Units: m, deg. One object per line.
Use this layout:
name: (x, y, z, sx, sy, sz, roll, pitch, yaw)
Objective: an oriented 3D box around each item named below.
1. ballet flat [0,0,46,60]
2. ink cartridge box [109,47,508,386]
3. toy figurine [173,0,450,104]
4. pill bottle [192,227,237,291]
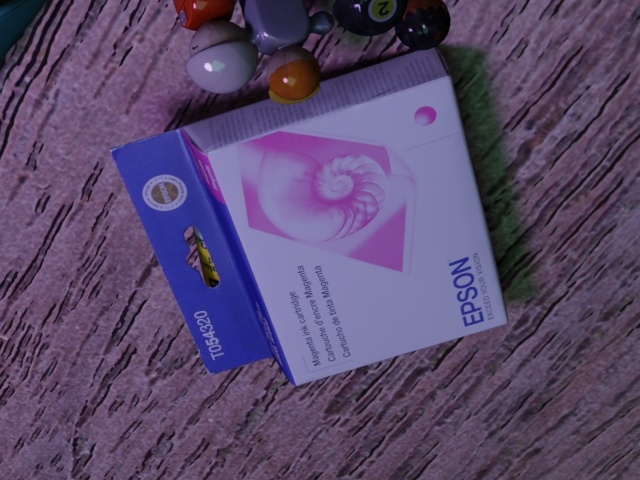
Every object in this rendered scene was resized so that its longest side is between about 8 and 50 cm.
ballet flat: (-0.273, -0.263, 1.196, 0.483, 0.164, 0.182, -34, 98, 25)
ink cartridge box: (0.000, 0.000, 1.374, 0.330, 0.071, 0.324, -18, 129, 2)
toy figurine: (-0.005, -0.202, 1.140, 0.213, 0.148, 0.209, -21, 169, 20)
pill bottle: (-0.095, 0.018, 1.457, 0.065, 0.065, 0.116, -1, 131, 9)
